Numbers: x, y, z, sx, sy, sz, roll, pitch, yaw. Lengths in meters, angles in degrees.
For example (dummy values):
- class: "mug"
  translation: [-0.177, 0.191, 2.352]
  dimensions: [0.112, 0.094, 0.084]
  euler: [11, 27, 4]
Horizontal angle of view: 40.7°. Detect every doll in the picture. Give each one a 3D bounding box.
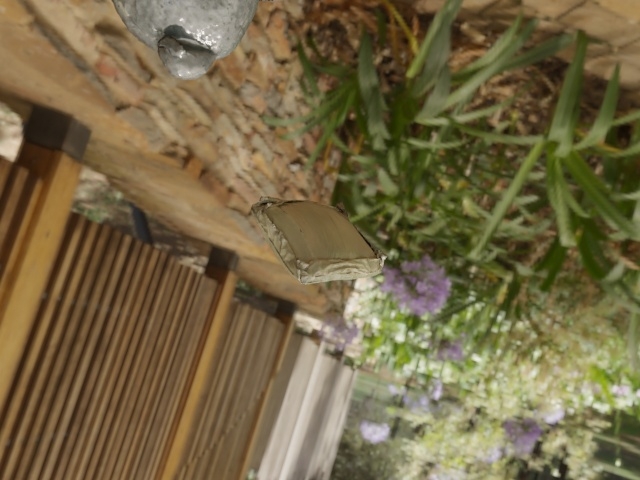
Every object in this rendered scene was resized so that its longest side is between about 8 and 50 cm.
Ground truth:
- class: "doll"
  translation: [-0.093, -0.341, 0.922]
  dimensions: [0.246, 0.340, 0.158]
  euler: [44, 163, 7]

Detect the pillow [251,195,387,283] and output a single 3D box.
- class: "pillow"
  translation: [0.000, 0.000, 1.054]
  dimensions: [0.208, 0.053, 0.119]
  euler: [0, -125, -58]
